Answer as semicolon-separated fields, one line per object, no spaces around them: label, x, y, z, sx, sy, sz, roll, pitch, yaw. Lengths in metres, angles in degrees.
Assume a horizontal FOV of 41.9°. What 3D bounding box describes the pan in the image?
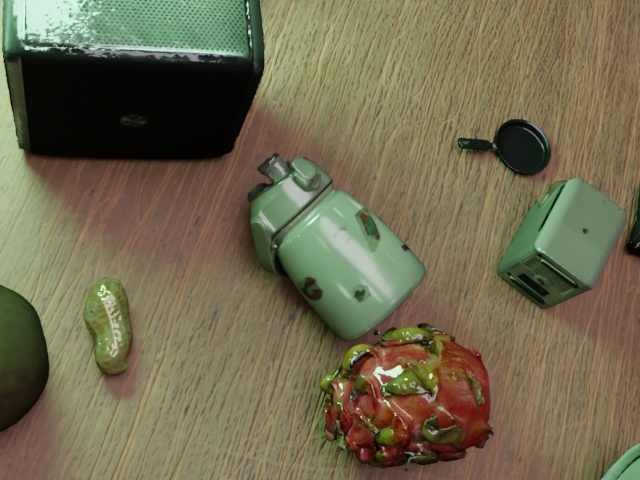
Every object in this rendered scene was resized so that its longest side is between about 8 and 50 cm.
pan;0.403;-0.209;1.853;0.235;0.028;0.136;1;70;-20

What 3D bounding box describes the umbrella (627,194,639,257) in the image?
umbrella;0.741;-0.069;1.890;0.066;0.059;0.235;29;65;-24

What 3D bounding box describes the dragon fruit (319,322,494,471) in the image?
dragon fruit;0.142;0.276;1.480;0.291;0.250;0.269;1;69;-8

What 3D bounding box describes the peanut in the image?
peanut;-0.371;0.150;1.460;0.080;0.080;0.174;-5;75;-19

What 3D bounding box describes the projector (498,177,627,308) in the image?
projector;0.503;0.000;1.726;0.163;0.177;0.242;35;66;-4

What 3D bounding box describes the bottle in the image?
bottle;0.000;0.000;1.543;0.351;0.229;0.229;46;64;-5

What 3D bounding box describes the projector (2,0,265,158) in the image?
projector;-0.327;-0.318;1.467;0.405;0.395;0.242;0;71;-16

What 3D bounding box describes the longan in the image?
longan;-0.543;0.184;1.322;0.248;0.248;0.248;6;69;-15

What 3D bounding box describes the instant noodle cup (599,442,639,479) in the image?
instant noodle cup;0.630;0.518;1.532;0.214;0.296;0.296;39;64;9

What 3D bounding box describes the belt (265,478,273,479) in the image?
belt;-0.029;0.511;1.437;0.232;0.071;0.053;46;58;0
